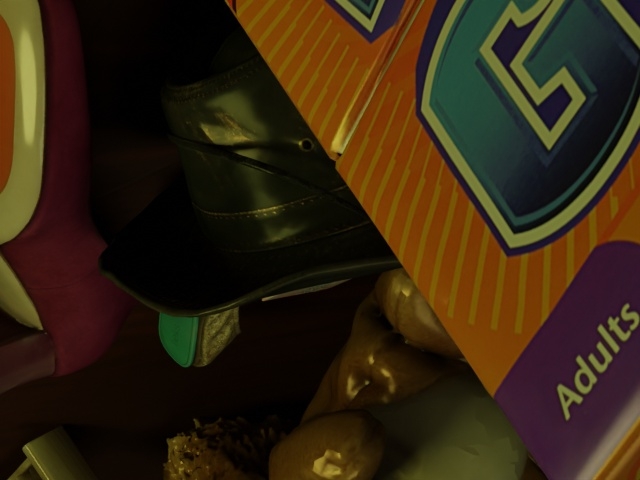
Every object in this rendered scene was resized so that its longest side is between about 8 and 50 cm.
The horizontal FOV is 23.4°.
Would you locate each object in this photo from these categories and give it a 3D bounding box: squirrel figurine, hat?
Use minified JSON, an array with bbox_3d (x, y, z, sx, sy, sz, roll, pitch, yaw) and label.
[{"bbox_3d":[-0.001,0.247,1.247,0.370,0.281,0.397,-44,-174,-17],"label":"squirrel figurine"},{"bbox_3d":[0.013,-0.085,0.872,0.331,0.331,0.134,-18,108,0],"label":"hat"}]

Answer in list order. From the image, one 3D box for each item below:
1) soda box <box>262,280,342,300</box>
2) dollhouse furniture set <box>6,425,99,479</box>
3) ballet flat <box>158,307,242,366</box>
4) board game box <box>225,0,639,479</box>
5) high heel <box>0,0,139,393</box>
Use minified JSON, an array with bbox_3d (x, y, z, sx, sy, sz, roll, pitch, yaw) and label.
[{"bbox_3d":[0.000,0.000,1.045,0.063,0.058,0.183,-24,176,13],"label":"soda box"},{"bbox_3d":[-0.305,0.278,1.281,0.242,0.212,0.161,-27,166,-46],"label":"dollhouse furniture set"},{"bbox_3d":[-0.078,0.018,1.115,0.067,0.073,0.206,-35,162,-27],"label":"ballet flat"},{"bbox_3d":[0.220,-0.147,0.596,0.356,0.356,0.356,6,127,-36],"label":"board game box"},{"bbox_3d":[-0.161,-0.046,0.948,0.181,0.127,0.377,-33,159,-38],"label":"high heel"}]
